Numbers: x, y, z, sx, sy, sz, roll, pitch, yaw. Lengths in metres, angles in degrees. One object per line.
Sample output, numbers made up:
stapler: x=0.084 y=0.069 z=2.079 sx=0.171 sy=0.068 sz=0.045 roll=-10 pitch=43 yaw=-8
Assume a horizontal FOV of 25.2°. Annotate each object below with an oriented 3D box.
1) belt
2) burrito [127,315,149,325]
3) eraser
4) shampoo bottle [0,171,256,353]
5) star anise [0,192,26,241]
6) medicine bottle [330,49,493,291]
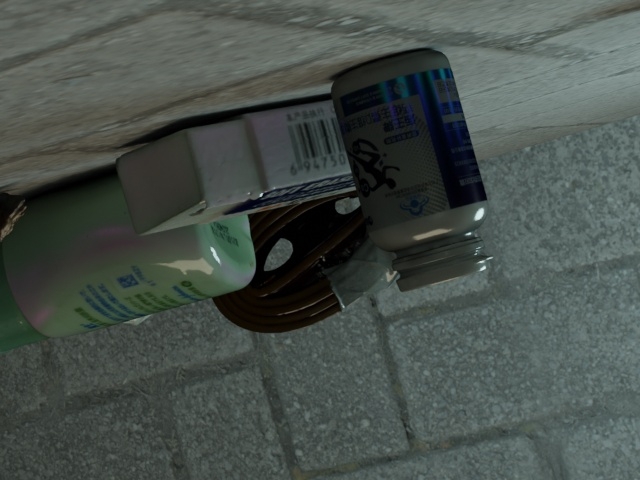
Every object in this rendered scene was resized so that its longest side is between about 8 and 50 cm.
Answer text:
belt: x=0.000 y=0.000 z=2.038 sx=0.338 sy=0.217 sz=0.122 roll=-34 pitch=176 yaw=8
burrito: x=-0.237 y=0.025 z=1.909 sx=0.139 sy=0.101 sz=0.445 roll=10 pitch=-165 yaw=5
eraser: x=-0.036 y=-0.079 z=1.346 sx=0.287 sy=0.086 sz=0.130 roll=-14 pitch=177 yaw=-40
shampoo bottle: x=-0.257 y=0.022 z=1.540 sx=0.349 sy=0.151 sz=0.222 roll=-17 pitch=166 yaw=15
star anise: x=-0.346 y=-0.011 z=1.399 sx=0.124 sy=0.056 sz=0.129 roll=-34 pitch=-165 yaw=-15
medicine bottle: x=0.081 y=-0.058 z=1.222 sx=0.107 sy=0.191 sz=0.107 roll=-15 pitch=179 yaw=0
